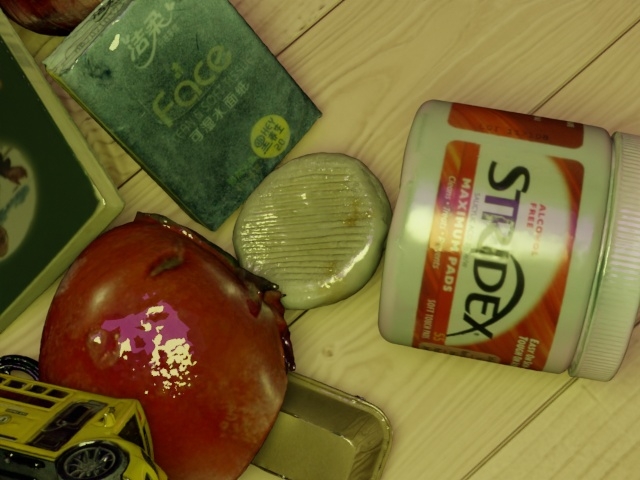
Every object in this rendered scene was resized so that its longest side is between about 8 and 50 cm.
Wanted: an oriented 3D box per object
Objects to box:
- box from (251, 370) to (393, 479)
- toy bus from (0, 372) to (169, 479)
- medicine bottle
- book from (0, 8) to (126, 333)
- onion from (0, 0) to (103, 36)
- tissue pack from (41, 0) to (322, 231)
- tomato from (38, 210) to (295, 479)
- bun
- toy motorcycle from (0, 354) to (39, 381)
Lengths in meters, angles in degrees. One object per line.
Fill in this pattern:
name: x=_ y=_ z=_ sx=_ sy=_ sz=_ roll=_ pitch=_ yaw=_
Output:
box: x=-0.016 y=0.200 z=1.341 sx=0.177 sy=0.111 sz=0.111 roll=21 pitch=77 yaw=13
toy bus: x=-0.264 y=0.205 z=1.165 sx=0.331 sy=0.151 sz=0.145 roll=8 pitch=120 yaw=24
medicine bottle: x=0.193 y=-0.001 z=1.297 sx=0.241 sy=0.252 sz=0.252 roll=9 pitch=76 yaw=5
book: x=-0.389 y=-0.105 z=1.409 sx=0.260 sy=0.043 sz=0.371 roll=-41 pitch=73 yaw=26
onion: x=-0.244 y=-0.320 z=1.462 sx=0.272 sy=0.195 sz=0.272 roll=-14 pitch=40 yaw=12
tissue pack: x=-0.142 y=-0.159 z=1.372 sx=0.185 sy=0.257 sz=0.081 roll=-48 pitch=36 yaw=-8
tomato: x=-0.188 y=0.113 z=1.289 sx=0.309 sy=0.170 sz=0.309 roll=-14 pitch=63 yaw=28
bun: x=0.000 y=0.000 z=1.385 sx=0.183 sy=0.102 sz=0.183 roll=-10 pitch=64 yaw=21
toy motorcycle: x=-0.445 y=0.204 z=1.353 sx=0.331 sy=0.125 sz=0.196 roll=4 pitch=75 yaw=0
